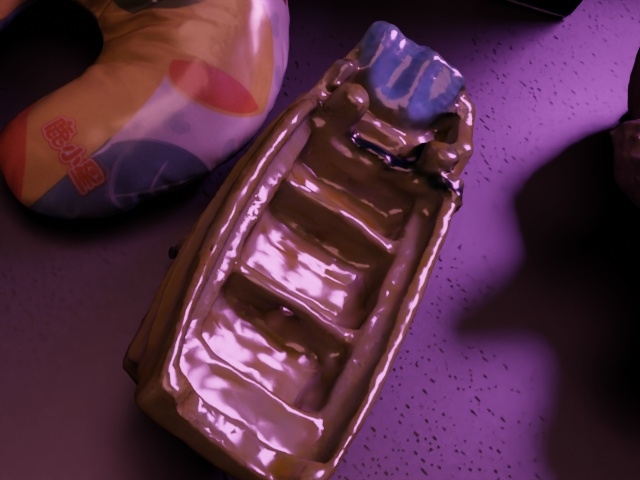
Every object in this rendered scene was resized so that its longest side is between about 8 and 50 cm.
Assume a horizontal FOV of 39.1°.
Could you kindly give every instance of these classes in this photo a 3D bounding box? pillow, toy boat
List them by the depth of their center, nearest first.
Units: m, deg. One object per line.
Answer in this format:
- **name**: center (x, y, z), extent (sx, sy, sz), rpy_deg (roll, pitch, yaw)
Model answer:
- **toy boat**: center (-0.003, 0.002, 0.446), extent (0.111, 0.084, 0.276), rpy_deg (36, 48, -10)
- **pillow**: center (-0.133, -0.122, 0.510), extent (0.233, 0.086, 0.214), rpy_deg (37, 70, 4)

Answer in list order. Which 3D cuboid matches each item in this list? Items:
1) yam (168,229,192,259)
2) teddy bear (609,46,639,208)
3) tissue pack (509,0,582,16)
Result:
- **yam**: center (-0.033, 0.051, 0.467), extent (0.027, 0.033, 0.129), rpy_deg (-17, 69, -52)
- **teddy bear**: center (0.262, -0.025, 0.512), extent (0.236, 0.151, 0.267), rpy_deg (11, 55, -16)
- **tissue pack**: center (0.169, -0.247, 0.597), extent (0.090, 0.170, 0.103), rpy_deg (9, 59, -13)
